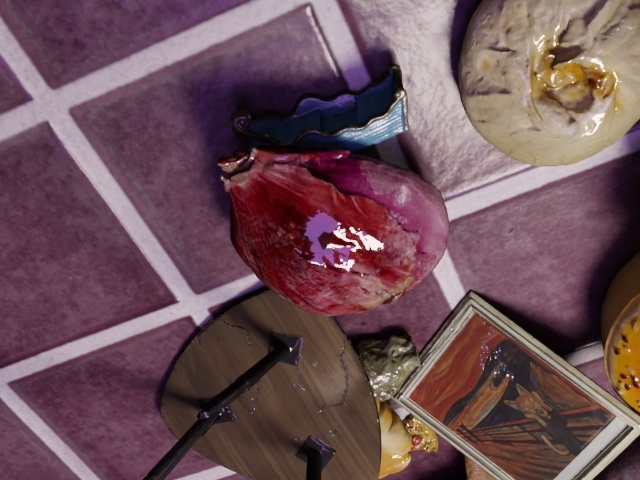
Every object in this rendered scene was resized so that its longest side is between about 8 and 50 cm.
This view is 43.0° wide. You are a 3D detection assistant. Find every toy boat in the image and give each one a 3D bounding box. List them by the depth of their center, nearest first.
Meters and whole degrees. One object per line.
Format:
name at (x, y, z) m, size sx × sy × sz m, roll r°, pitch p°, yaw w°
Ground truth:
toy boat at (0.001, -0.131, 0.839) m, size 0.185 × 0.075 × 0.077 m, roll -16°, pitch 128°, yaw 16°

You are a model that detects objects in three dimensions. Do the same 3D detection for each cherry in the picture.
cherry at (0.480, 0.372, 1.190) m, size 0.176 × 0.140 × 0.176 m, roll 10°, pitch 123°, yaw 16°

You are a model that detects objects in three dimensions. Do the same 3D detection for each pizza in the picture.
pizza at (0.132, 0.294, 1.188) m, size 0.078 × 0.025 × 0.083 m, roll -28°, pitch 123°, yaw 14°

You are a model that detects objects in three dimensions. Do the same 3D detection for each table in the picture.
table at (-0.109, 0.262, 0.968) m, size 0.317 × 0.249 × 0.318 m, roll 6°, pitch 113°, yaw 14°

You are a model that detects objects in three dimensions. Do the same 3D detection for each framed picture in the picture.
framed picture at (0.248, 0.222, 1.064) m, size 0.273 × 0.016 × 0.216 m, roll 36°, pitch 122°, yaw 10°

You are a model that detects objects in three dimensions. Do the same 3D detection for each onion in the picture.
onion at (0.000, 0.000, 0.862) m, size 0.227 × 0.120 × 0.283 m, roll -32°, pitch 137°, yaw 32°

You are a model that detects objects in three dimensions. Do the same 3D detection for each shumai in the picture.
shumai at (0.093, 0.160, 1.054) m, size 0.080 × 0.083 × 0.082 m, roll -28°, pitch 163°, yaw 40°

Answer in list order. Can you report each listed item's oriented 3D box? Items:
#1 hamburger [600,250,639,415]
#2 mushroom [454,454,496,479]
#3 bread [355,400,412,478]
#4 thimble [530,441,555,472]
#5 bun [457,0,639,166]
hamburger at (0.491, 0.119, 0.985) m, size 0.300 × 0.176 × 0.300 m, roll 0°, pitch 127°, yaw 0°
mushroom at (0.230, 0.324, 1.173) m, size 0.226 × 0.148 × 0.218 m, roll -25°, pitch 106°, yaw 4°
bread at (0.051, 0.262, 1.124) m, size 0.119 × 0.084 × 0.177 m, roll -28°, pitch 123°, yaw 19°
thimble at (0.338, 0.265, 1.120) m, size 0.135 × 0.118 × 0.090 m, roll 36°, pitch 114°, yaw -5°
bun at (0.239, -0.164, 0.794) m, size 0.222 × 0.128 × 0.222 m, roll -1°, pitch 129°, yaw -1°
